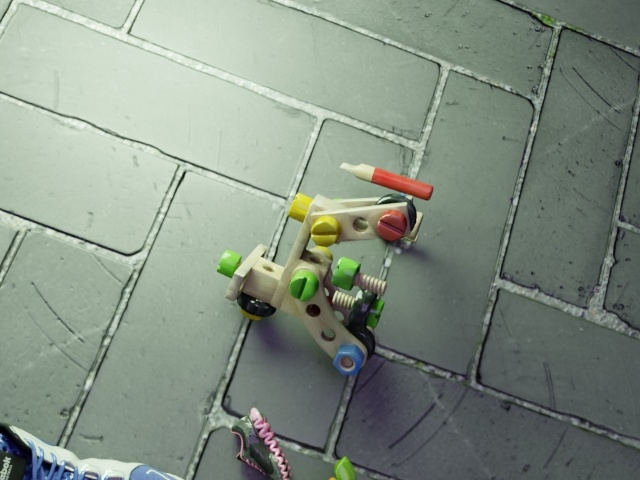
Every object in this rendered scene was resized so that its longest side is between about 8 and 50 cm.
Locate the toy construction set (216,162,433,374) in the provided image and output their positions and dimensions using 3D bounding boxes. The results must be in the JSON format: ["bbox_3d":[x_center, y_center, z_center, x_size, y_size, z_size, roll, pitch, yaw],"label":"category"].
[{"bbox_3d":[0.000,0.000,1.097,0.237,0.257,0.309,20,48,10],"label":"toy construction set"}]

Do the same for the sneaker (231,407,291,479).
[{"bbox_3d":[-0.079,0.284,1.062,0.057,0.047,0.119,-28,74,-3],"label":"sneaker"}]

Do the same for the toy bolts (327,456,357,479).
[{"bbox_3d":[0.004,0.400,0.955,0.228,0.218,0.158,-43,81,-7],"label":"toy bolts"}]

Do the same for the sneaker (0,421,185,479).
[{"bbox_3d":[-0.322,0.295,0.933,0.315,0.182,0.127,17,70,-4],"label":"sneaker"}]
